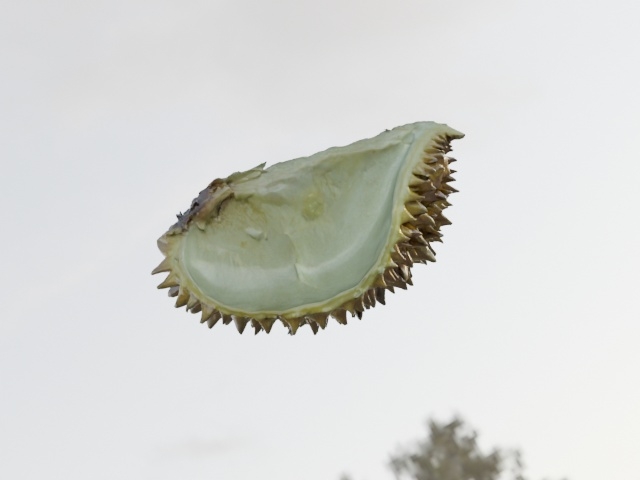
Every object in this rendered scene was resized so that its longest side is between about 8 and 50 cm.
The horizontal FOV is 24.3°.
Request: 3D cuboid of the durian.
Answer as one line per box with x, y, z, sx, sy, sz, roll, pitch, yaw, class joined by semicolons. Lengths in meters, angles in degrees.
0.000;0.000;1.137;0.252;0.139;0.144;-14;-4;10;durian
